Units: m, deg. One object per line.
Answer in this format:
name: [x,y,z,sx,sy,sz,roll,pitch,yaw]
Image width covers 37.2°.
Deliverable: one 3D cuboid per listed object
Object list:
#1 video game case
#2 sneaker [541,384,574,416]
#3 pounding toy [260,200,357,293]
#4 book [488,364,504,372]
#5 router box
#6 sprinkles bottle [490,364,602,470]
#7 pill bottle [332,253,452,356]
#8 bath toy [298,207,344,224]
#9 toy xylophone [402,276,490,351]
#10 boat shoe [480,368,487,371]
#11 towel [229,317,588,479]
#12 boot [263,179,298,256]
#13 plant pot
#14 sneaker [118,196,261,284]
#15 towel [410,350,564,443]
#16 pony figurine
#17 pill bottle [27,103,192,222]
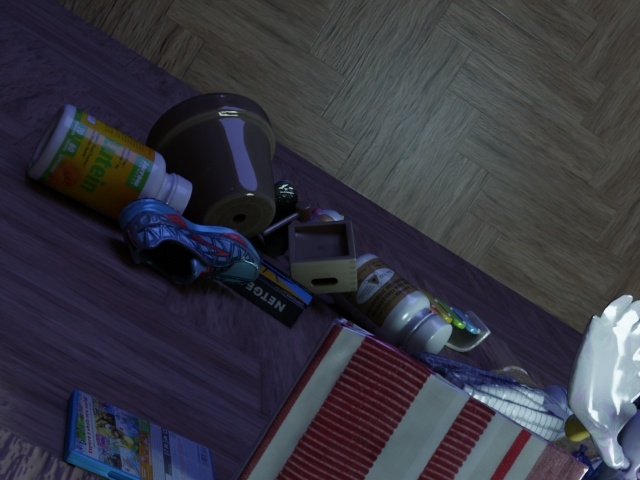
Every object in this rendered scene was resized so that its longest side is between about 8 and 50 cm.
video game case: [-0.181,0.218,0.969,0.166,0.015,0.119,30,13,-21]
sneaker: [0.491,0.361,2.051,0.091,0.094,0.258,38,12,-2]
pounding toy: [-0.025,0.015,1.891,0.181,0.094,0.206,-4,37,0]
book: [0.425,0.332,2.154,0.096,0.035,0.144,41,13,20]
router box: [-0.102,0.076,1.704,0.179,0.046,0.133,34,12,0]
sprinkles bottle: [0.428,0.372,1.760,0.121,0.121,0.355,26,13,-33]
pill bottle: [0.146,0.141,1.911,0.229,0.131,0.131,39,13,26]
bath toy: [0.000,0.000,2.136,0.129,0.151,0.348,-2,14,-1]
toy xylophone: [0.237,0.151,2.255,0.323,0.081,0.236,26,13,-36]
boat shoe: [0.254,0.277,1.660,0.113,0.127,0.340,35,10,14]
towel: [0.091,0.257,1.007,0.329,0.237,0.037,32,1,-10]
boot: [-0.119,-0.085,2.040,0.076,0.189,0.208,3,31,-21]
plant pot: [-0.191,-0.121,1.872,0.263,0.263,0.229,22,34,-47]
sneaker: [-0.206,0.035,1.528,0.262,0.104,0.125,22,33,-32]
towel: [0.160,0.268,1.166,0.121,0.235,0.284,27,3,40]
pony figurine: [0.435,0.279,1.290,0.303,0.351,0.363,25,-4,5]
pill bottle: [-0.342,-0.109,1.572,0.246,0.136,0.136,29,12,-24]
